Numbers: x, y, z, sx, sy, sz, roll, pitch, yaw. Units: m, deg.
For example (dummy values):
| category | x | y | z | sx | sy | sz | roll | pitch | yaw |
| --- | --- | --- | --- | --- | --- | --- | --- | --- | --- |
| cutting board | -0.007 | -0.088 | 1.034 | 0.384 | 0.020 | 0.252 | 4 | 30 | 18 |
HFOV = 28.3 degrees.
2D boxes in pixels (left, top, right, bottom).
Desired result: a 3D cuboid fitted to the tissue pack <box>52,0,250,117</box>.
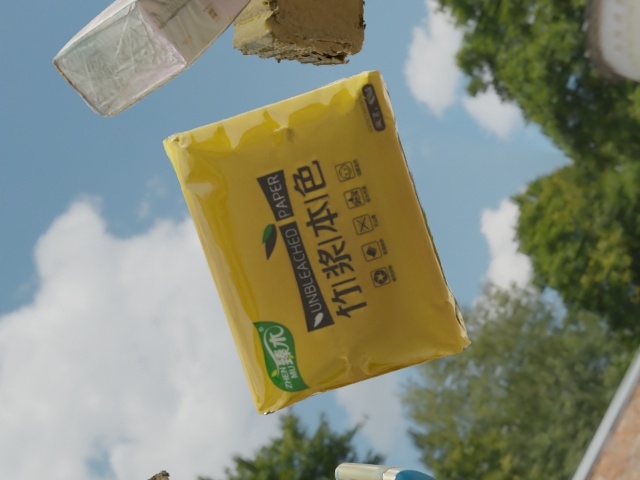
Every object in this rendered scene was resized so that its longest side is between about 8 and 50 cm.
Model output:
| category | x | y | z | sx | sy | sz | roll | pitch | yaw |
| --- | --- | --- | --- | --- | --- | --- | --- | --- | --- |
| tissue pack | -0.224 | -0.292 | 1.735 | 0.185 | 0.124 | 0.225 | -27 | 20 | 38 |

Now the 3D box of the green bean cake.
| category | x | y | z | sx | sy | sz | roll | pitch | yaw |
| --- | --- | --- | --- | --- | --- | --- | --- | --- | --- |
| green bean cake | -0.039 | -0.392 | 1.990 | 0.224 | 0.131 | 0.230 | -2 | -92 | -47 |

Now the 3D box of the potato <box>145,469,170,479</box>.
| category | x | y | z | sx | sy | sz | roll | pitch | yaw |
| --- | --- | --- | --- | --- | --- | --- | --- | --- | --- |
| potato | -0.297 | 0.502 | 1.675 | 0.397 | 0.296 | 0.290 | -23 | -6 | -40 |

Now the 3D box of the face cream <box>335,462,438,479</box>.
| category | x | y | z | sx | sy | sz | roll | pitch | yaw |
| --- | --- | --- | --- | --- | --- | --- | --- | --- | --- |
| face cream | 0.126 | 0.405 | 1.999 | 0.067 | 0.139 | 0.285 | -54 | 12 | -18 |

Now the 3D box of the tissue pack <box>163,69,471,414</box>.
| category | x | y | z | sx | sy | sz | roll | pitch | yaw |
| --- | --- | --- | --- | --- | --- | --- | --- | --- | --- |
| tissue pack | 0.000 | 0.000 | 1.665 | 0.228 | 0.293 | 0.382 | -68 | -40 | -84 |
